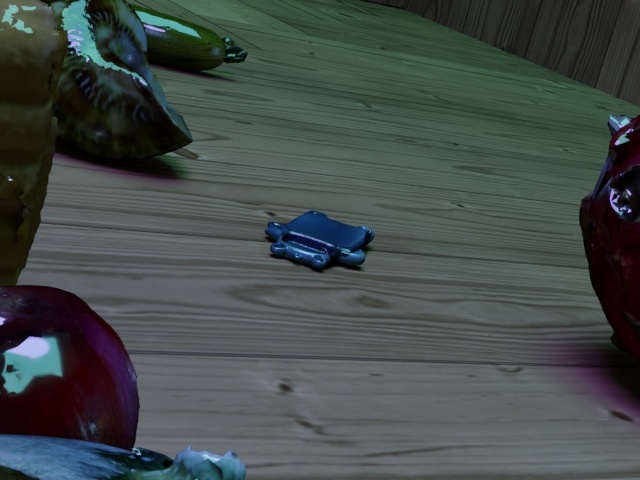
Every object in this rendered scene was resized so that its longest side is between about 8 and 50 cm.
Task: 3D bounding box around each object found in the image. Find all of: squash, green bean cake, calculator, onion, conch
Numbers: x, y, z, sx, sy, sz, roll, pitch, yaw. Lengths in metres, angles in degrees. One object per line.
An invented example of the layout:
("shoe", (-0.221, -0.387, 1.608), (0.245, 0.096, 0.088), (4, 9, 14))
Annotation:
("squash", (-0.259, -0.288, 1.954), (0.318, 0.071, 0.080), (13, -26, 1))
("green bean cake", (-0.259, -0.074, 0.887), (0.131, 0.224, 0.229), (5, 21, -33))
("calculator", (0.000, 0.000, 1.266), (0.094, 0.019, 0.141), (19, 17, 13))
("onion", (-0.147, 0.077, 0.647), (0.131, 0.131, 0.131), (14, 15, -4))
("conch", (-0.217, -0.157, 1.394), (0.187, 0.124, 0.181), (48, 18, -24))

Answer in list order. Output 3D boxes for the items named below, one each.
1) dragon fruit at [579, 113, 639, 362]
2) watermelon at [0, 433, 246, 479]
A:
("dragon fruit", (0.359, 0.006, 1.108), (0.301, 0.296, 0.295), (22, 11, -27))
("watermelon", (-0.055, 0.128, 0.446), (0.321, 0.175, 0.188), (19, 16, 9))
